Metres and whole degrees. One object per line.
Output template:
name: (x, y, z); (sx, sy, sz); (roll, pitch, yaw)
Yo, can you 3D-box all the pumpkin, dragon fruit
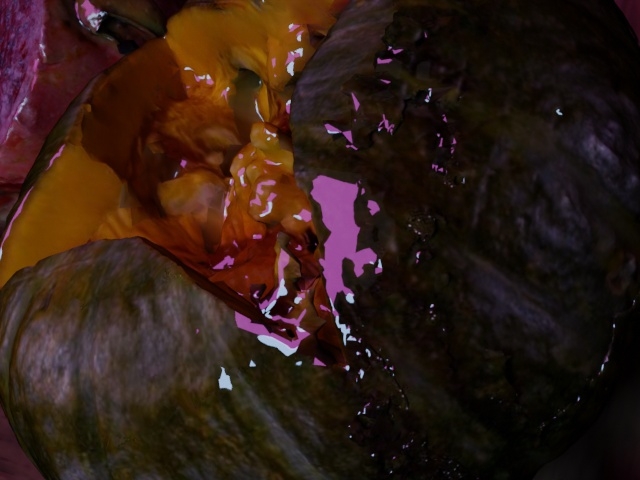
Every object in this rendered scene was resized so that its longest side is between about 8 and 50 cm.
pumpkin: (0.000, 0.000, 0.603); (0.320, 0.192, 0.320); (-29, 36, 23)
dragon fruit: (-0.156, -0.106, 0.860); (0.211, 0.147, 0.282); (-28, 53, 43)

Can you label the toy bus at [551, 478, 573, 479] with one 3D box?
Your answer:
toy bus: (0.084, 0.181, 0.553); (0.194, 0.087, 0.089); (-59, 40, 7)
